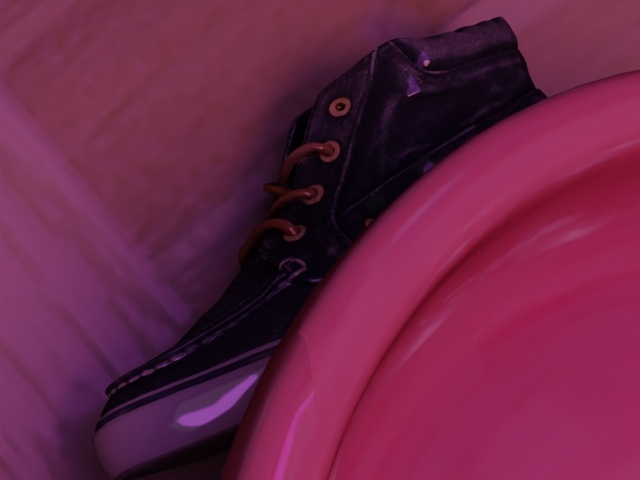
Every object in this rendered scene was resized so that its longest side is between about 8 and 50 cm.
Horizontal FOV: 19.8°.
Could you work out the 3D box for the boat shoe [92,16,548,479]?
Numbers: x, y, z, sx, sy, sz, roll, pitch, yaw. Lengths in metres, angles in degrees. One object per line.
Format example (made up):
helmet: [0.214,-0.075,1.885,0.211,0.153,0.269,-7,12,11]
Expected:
boat shoe: [0.000,0.000,0.538,0.183,0.065,0.083,-26,83,-28]

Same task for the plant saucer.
plant saucer: [0.120,0.121,0.472,0.332,0.084,0.332,6,73,-19]
